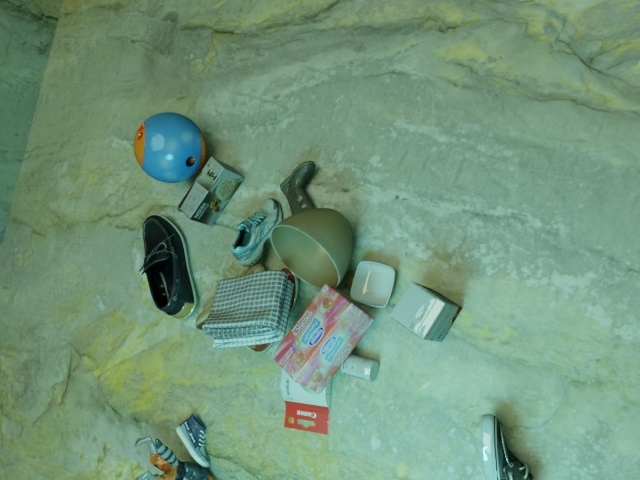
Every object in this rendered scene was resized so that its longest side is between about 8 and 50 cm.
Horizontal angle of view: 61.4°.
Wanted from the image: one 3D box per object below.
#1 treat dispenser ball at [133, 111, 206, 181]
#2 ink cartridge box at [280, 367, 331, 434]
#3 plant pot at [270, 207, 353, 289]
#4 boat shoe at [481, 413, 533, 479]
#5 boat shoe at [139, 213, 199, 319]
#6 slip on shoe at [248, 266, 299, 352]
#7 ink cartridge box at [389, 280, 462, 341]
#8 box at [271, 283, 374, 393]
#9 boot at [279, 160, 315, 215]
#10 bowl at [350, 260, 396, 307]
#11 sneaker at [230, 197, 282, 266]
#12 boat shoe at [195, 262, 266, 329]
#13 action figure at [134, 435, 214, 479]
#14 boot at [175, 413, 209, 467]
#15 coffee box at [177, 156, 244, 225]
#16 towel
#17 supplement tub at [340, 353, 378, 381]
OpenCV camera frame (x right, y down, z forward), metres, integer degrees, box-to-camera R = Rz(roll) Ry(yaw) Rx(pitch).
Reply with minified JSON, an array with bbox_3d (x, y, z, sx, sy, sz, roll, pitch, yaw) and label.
[{"bbox_3d":[-0.618,-0.381,2.220,0.288,0.288,0.288,-7,75,28],"label":"treat dispenser ball"},{"bbox_3d":[-0.054,0.529,1.820,0.181,0.056,0.224,-2,76,30],"label":"ink cartridge box"},{"bbox_3d":[0.000,0.000,1.814,0.284,0.284,0.191,21,54,32],"label":"plant pot"},{"bbox_3d":[0.509,0.634,1.447,0.119,0.121,0.335,-11,84,19],"label":"boat shoe"},{"bbox_3d":[-0.643,0.089,2.204,0.187,0.156,0.500,-35,62,21],"label":"boat shoe"},{"bbox_3d":[-0.176,0.247,1.928,0.123,0.101,0.331,28,92,34],"label":"slip on shoe"},{"bbox_3d":[0.316,0.214,1.607,0.127,0.176,0.128,34,96,31],"label":"ink cartridge box"},{"bbox_3d":[0.008,0.315,1.731,0.300,0.142,0.154,-52,41,-3],"label":"box"},{"bbox_3d":[-0.055,-0.161,1.969,0.190,0.076,0.208,-44,53,30],"label":"boot"},{"bbox_3d":[0.181,0.145,1.774,0.142,0.053,0.141,12,85,32],"label":"bowl"},{"bbox_3d":[-0.237,-0.046,1.995,0.110,0.122,0.283,8,65,34],"label":"sneaker"},{"bbox_3d":[-0.333,0.214,2.024,0.341,0.121,0.110,-35,59,7],"label":"boat shoe"},{"bbox_3d":[-0.476,0.832,1.844,0.178,0.330,0.341,-53,27,-5],"label":"action figure"},{"bbox_3d":[-0.450,0.739,1.993,0.086,0.069,0.190,-42,71,-6],"label":"boot"},{"bbox_3d":[-0.437,-0.193,2.158,0.098,0.141,0.246,41,99,30],"label":"coffee box"},{"bbox_3d":[-0.245,0.226,1.815,0.284,0.121,0.235,-9,48,18],"label":"towel"},{"bbox_3d":[0.125,0.408,1.733,0.107,0.071,0.071,10,84,30],"label":"supplement tub"}]
